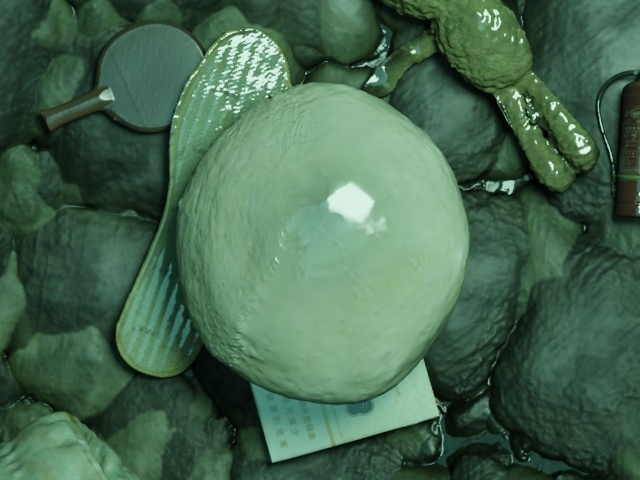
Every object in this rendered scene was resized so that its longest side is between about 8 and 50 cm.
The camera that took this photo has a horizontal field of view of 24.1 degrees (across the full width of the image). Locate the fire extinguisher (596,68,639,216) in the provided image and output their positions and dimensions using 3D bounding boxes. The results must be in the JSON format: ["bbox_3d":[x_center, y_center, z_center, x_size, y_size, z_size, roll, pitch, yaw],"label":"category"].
[{"bbox_3d":[0.299,-0.100,1.423,0.078,0.045,0.157,3,90,23],"label":"fire extinguisher"}]

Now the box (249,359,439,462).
[{"bbox_3d":[0.022,0.147,1.429,0.167,0.024,0.090,-16,88,1],"label":"box"}]

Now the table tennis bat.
[{"bbox_3d":[-0.187,-0.149,1.394,0.170,0.119,0.107,-24,88,-1],"label":"table tennis bat"}]

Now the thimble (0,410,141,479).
[{"bbox_3d":[-0.221,0.295,1.309,0.195,0.291,0.291,-35,88,-5],"label":"thimble"}]

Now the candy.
[{"bbox_3d":[0.000,0.000,1.348,0.295,0.185,0.295,0,80,-1],"label":"candy"}]

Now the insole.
[{"bbox_3d":[-0.109,-0.036,1.432,0.119,0.009,0.348,20,90,-11],"label":"insole"}]

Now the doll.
[{"bbox_3d":[0.160,-0.189,1.405,0.286,0.091,0.202,31,123,12],"label":"doll"}]
